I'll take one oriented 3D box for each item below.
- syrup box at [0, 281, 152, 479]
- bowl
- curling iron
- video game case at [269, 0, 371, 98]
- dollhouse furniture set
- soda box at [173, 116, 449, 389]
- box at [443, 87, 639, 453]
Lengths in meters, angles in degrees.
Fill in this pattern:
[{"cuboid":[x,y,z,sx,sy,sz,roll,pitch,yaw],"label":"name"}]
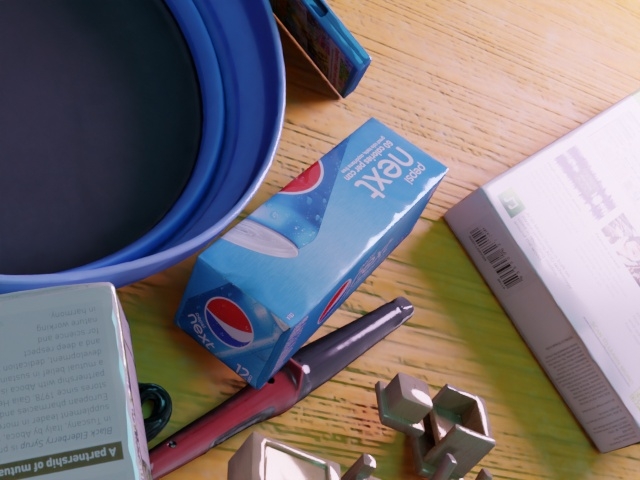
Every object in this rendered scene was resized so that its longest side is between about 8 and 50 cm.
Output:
[{"cuboid":[-0.124,0.149,0.454,0.096,0.093,0.236,-8,73,-9],"label":"syrup box"},{"cuboid":[-0.205,-0.134,0.557,0.391,0.077,0.391,18,53,-26],"label":"bowl"},{"cuboid":[-0.034,0.082,0.607,0.274,0.035,0.068,-18,78,-38],"label":"curling iron"},{"cuboid":[-0.025,-0.182,0.701,0.015,0.119,0.166,-39,92,-4],"label":"video game case"},{"cuboid":[0.014,0.151,0.593,0.182,0.101,0.161,26,30,-19],"label":"dollhouse furniture set"},{"cuboid":[0.000,0.000,0.627,0.071,0.067,0.210,37,43,11],"label":"soda box"},{"cuboid":[0.277,0.004,0.840,0.322,0.058,0.232,-29,85,-38],"label":"box"}]
